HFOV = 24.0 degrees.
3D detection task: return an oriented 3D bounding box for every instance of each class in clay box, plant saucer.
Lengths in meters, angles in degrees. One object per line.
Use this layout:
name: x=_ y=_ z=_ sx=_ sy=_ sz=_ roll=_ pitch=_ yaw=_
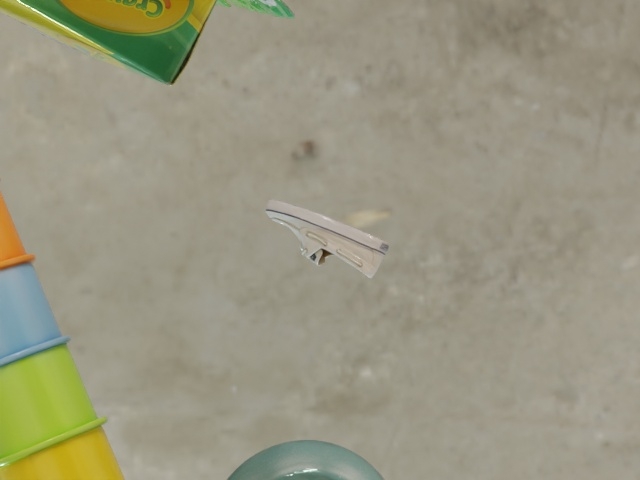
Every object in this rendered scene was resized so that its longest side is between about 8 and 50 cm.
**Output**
clay box: x=-0.125 y=-0.116 z=0.513 sx=0.222 sy=0.127 sz=0.053 roll=29 pitch=90 yaw=-26
plant saucer: x=-0.008 y=0.178 z=0.885 sx=0.119 sy=0.119 sz=0.021 roll=-1 pitch=176 yaw=-7

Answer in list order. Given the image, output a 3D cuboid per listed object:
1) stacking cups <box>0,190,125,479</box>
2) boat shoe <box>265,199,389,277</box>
stacking cups: x=-0.230 y=0.058 z=1.046 sx=0.096 sy=0.316 sz=0.096 roll=-25 pitch=178 yaw=-1
boat shoe: x=0.000 y=0.000 z=1.079 sx=0.100 sy=0.035 sz=0.035 roll=22 pitch=179 yaw=21
